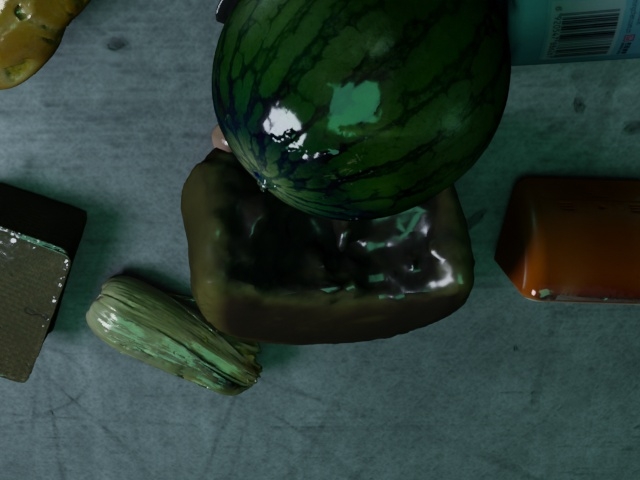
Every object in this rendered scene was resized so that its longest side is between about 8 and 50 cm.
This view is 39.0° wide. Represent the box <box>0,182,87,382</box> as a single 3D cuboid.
[{"bbox_3d":[-0.508,0.067,1.471,0.184,0.143,0.273,20,116,-10],"label":"box"}]

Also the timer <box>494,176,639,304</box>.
[{"bbox_3d":[0.417,0.019,1.377,0.257,0.250,0.161,2,118,-1],"label":"timer"}]

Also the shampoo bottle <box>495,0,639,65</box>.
[{"bbox_3d":[0.382,-0.388,1.113,0.342,0.331,0.331,-5,118,3],"label":"shampoo bottle"}]

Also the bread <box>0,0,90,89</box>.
[{"bbox_3d":[-0.458,-0.385,1.166,0.337,0.148,0.328,46,113,8],"label":"bread"}]

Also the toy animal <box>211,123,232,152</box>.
[{"bbox_3d":[-0.139,-0.127,1.398,0.083,0.089,0.150,4,109,2],"label":"toy animal"}]

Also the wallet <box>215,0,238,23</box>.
[{"bbox_3d":[0.033,-0.382,1.149,0.247,0.041,0.323,3,138,-38],"label":"wallet"}]

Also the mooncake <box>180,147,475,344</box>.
[{"bbox_3d":[0.000,0.000,1.319,0.393,0.246,0.394,-27,146,32],"label":"mooncake"}]

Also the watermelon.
[{"bbox_3d":[0.048,-0.191,1.069,0.363,0.363,0.363,0,118,0],"label":"watermelon"}]

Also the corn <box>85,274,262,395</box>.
[{"bbox_3d":[-0.243,0.162,1.530,0.305,0.123,0.122,25,114,-14],"label":"corn"}]
